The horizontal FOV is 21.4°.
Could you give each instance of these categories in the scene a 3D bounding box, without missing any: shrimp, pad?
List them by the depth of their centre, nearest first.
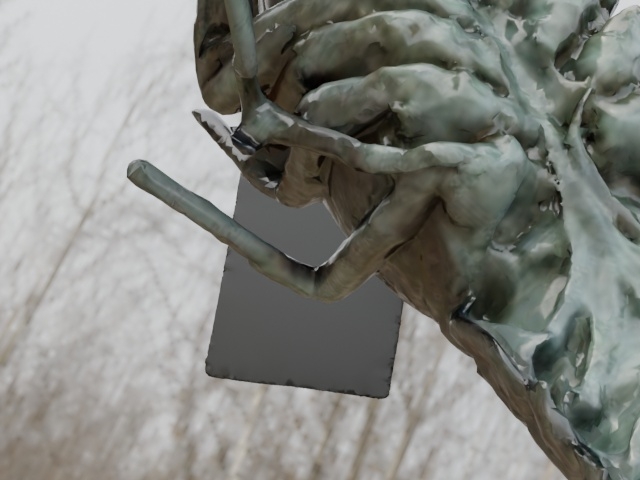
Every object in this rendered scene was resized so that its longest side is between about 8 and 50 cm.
[{"bbox_3d":[0.053,-0.034,0.500,0.166,0.221,0.410,101,-32,-48],"label":"shrimp"},{"bbox_3d":[0.000,0.000,1.453,0.159,0.265,0.009,7,-16,7],"label":"pad"}]
